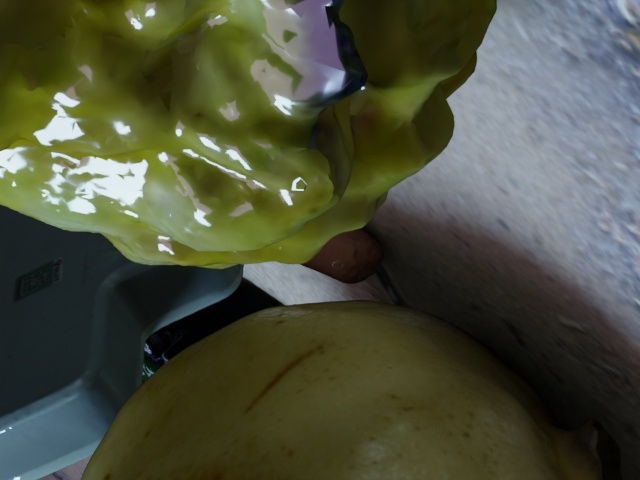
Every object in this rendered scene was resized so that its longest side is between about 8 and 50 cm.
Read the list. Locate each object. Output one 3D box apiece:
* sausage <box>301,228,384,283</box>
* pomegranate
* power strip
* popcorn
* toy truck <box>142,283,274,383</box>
[{"bbox_3d":[0.000,0.000,1.059,0.083,0.034,0.034,24,153,48],"label":"sausage"},{"bbox_3d":[0.023,0.193,1.005,0.332,0.332,0.332,40,163,15],"label":"pomegranate"},{"bbox_3d":[-0.141,0.034,1.210,0.059,0.193,0.265,58,-164,-31],"label":"power strip"},{"bbox_3d":[-0.075,-0.112,0.678,0.286,0.252,0.215,57,-160,-25],"label":"popcorn"},{"bbox_3d":[-0.057,0.086,1.308,0.259,0.088,0.121,34,159,35],"label":"toy truck"}]
